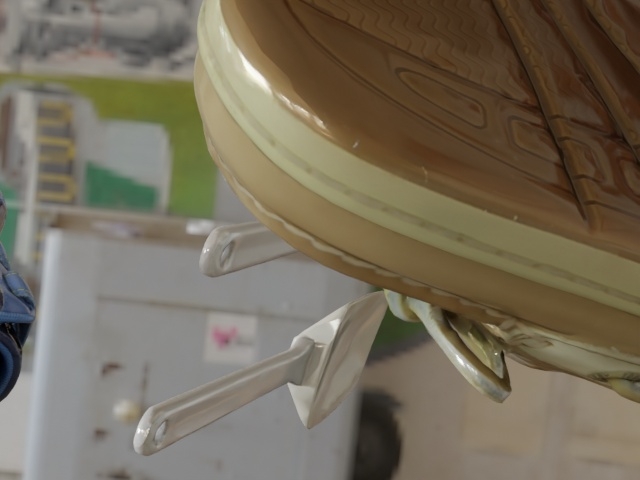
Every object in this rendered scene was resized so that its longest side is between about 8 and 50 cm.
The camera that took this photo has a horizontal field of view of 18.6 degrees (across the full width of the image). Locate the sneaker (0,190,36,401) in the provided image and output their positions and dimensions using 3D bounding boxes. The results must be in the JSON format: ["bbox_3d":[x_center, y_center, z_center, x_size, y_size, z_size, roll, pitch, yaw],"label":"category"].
[{"bbox_3d":[-0.109,0.022,0.554,0.059,0.053,0.144,21,24,-2],"label":"sneaker"}]

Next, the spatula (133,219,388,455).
[{"bbox_3d":[0.000,0.000,0.727,0.019,0.168,0.242,22,12,14],"label":"spatula"}]

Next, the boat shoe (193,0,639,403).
[{"bbox_3d":[0.076,0.004,0.470,0.285,0.089,0.105,15,42,-39],"label":"boat shoe"}]
